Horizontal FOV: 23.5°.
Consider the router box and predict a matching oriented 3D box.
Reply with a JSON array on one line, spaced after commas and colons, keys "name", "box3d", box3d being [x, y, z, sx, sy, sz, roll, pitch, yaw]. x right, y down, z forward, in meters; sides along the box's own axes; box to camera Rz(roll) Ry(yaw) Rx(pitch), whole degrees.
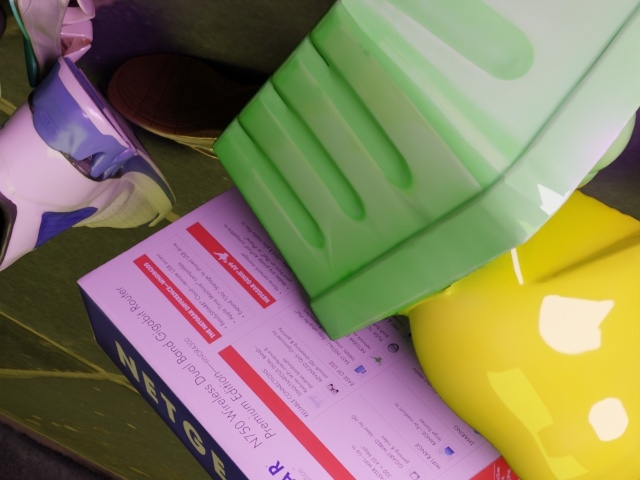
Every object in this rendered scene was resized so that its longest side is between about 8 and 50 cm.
[{"name": "router box", "box3d": [0.030, 0.075, 1.174, 0.335, 0.301, 0.082, 44, 156, 34]}]

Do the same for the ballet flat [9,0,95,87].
[{"name": "ballet flat", "box3d": [-0.225, -0.182, 1.312, 0.068, 0.072, 0.213, -7, 165, -8]}]

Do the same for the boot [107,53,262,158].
[{"name": "boot", "box3d": [-0.077, -0.088, 1.385, 0.213, 0.077, 0.165, 15, 162, 18]}]

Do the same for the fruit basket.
[{"name": "fruit basket", "box3d": [0.133, -0.023, 0.997, 0.392, 0.283, 0.392, 33, 157, 16]}]

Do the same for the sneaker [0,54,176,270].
[{"name": "sneaker", "box3d": [-0.252, -0.056, 1.392, 0.127, 0.182, 0.315, 56, 180, 10]}]

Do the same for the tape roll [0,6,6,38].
[{"name": "tape roll", "box3d": [-0.403, -0.213, 1.403, 0.219, 0.072, 0.219, 20, 161, 7]}]
